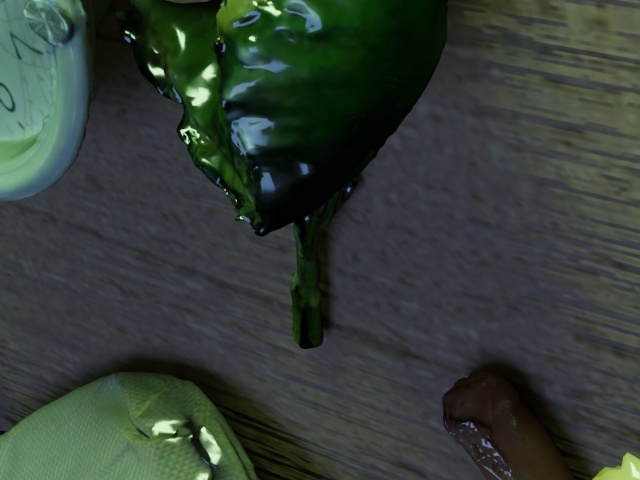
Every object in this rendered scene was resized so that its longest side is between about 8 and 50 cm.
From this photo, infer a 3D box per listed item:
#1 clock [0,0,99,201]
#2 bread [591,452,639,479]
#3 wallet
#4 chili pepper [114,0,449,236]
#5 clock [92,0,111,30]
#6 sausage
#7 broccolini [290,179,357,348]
[{"bbox_3d":[-0.173,-0.122,0.654,0.236,0.053,0.236,27,142,24],"label":"clock"},{"bbox_3d":[0.232,0.129,0.409,0.340,0.194,0.179,6,129,48],"label":"bread"},{"bbox_3d":[-0.097,0.223,0.863,0.275,0.068,0.335,-38,65,46],"label":"wallet"},{"bbox_3d":[-0.040,-0.137,0.513,0.148,0.116,0.264,-20,108,20],"label":"chili pepper"},{"bbox_3d":[-0.180,-0.173,0.686,0.235,0.029,0.235,26,139,25],"label":"clock"},{"bbox_3d":[0.102,0.122,0.681,0.036,0.042,0.158,-29,108,15],"label":"sausage"},{"bbox_3d":[0.000,0.000,0.678,0.035,0.030,0.140,-1,140,1],"label":"broccolini"}]
